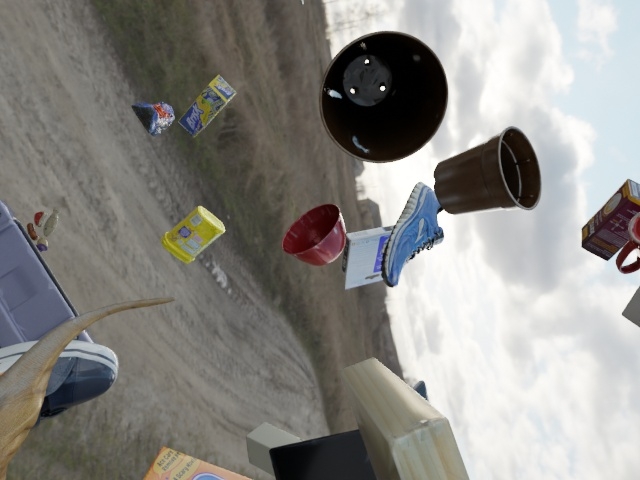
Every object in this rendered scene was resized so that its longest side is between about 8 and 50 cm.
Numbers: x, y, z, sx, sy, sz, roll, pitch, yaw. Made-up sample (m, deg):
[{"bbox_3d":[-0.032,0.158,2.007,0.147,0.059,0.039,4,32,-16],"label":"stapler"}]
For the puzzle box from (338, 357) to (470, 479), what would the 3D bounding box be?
[{"bbox_3d":[0.125,0.334,0.484,0.272,0.052,0.409,152,-81,-83],"label":"puzzle box"}]

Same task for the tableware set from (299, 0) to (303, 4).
[{"bbox_3d":[-0.027,-0.529,0.869,0.128,0.039,0.194,-77,159,-49],"label":"tableware set"}]

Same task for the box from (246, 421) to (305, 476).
[{"bbox_3d":[-0.101,0.678,1.552,0.094,0.275,0.113,-24,117,-49],"label":"box"}]

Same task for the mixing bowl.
[{"bbox_3d":[0.000,0.000,1.302,0.098,0.181,0.181,50,19,-29],"label":"mixing bowl"}]

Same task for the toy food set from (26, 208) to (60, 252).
[{"bbox_3d":[-0.605,-0.012,1.056,0.019,0.078,0.122,49,48,-67],"label":"toy food set"}]

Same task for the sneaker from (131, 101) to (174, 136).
[{"bbox_3d":[-0.432,-0.332,1.304,0.083,0.087,0.221,57,-6,-15],"label":"sneaker"}]

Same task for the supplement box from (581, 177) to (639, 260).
[{"bbox_3d":[0.776,-0.052,1.300,0.104,0.081,0.188,-54,172,-49],"label":"supplement box"}]

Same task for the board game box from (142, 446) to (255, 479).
[{"bbox_3d":[-0.181,0.610,0.730,0.356,0.356,0.356,-83,-165,-81],"label":"board game box"}]

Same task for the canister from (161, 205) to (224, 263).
[{"bbox_3d":[-0.413,-0.019,1.623,0.126,0.170,0.073,43,17,-33],"label":"canister"}]

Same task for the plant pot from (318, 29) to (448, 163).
[{"bbox_3d":[0.099,-0.280,0.923,0.230,0.215,0.215,-97,175,-64],"label":"plant pot"}]

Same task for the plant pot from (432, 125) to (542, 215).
[{"bbox_3d":[0.330,-0.125,1.010,0.167,0.165,0.167,11,73,-40],"label":"plant pot"}]

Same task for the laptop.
[{"bbox_3d":[0.126,0.619,1.283,0.408,0.236,0.382,-20,98,-53],"label":"laptop"}]

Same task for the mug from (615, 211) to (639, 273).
[{"bbox_3d":[0.746,0.019,1.110,0.169,0.150,0.113,33,7,-42],"label":"mug"}]

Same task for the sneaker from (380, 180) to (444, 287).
[{"bbox_3d":[0.278,-0.008,1.434,0.330,0.147,0.130,-62,171,-13],"label":"sneaker"}]

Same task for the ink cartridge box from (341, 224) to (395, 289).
[{"bbox_3d":[0.170,0.052,1.630,0.045,0.206,0.208,-124,-150,-46],"label":"ink cartridge box"}]

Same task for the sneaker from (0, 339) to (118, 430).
[{"bbox_3d":[-0.413,0.208,0.598,0.127,0.321,0.126,-116,-146,-42],"label":"sneaker"}]

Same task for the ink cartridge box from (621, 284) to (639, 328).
[{"bbox_3d":[0.751,0.175,0.877,0.307,0.223,0.129,54,-48,55],"label":"ink cartridge box"}]

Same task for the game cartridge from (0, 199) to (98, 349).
[{"bbox_3d":[-0.605,0.122,0.920,0.355,0.230,0.068,52,-16,11],"label":"game cartridge"}]

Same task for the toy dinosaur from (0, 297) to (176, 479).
[{"bbox_3d":[-0.200,0.101,0.314,0.112,0.211,0.064,29,1,-45],"label":"toy dinosaur"}]

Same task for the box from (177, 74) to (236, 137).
[{"bbox_3d":[-0.279,-0.324,1.213,0.059,0.169,0.054,44,47,-17],"label":"box"}]
